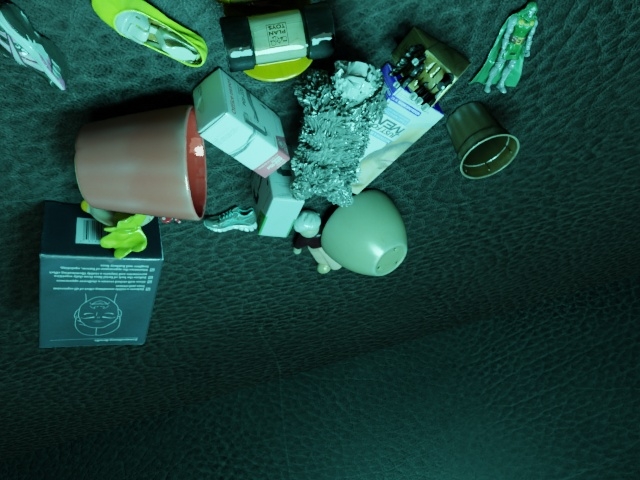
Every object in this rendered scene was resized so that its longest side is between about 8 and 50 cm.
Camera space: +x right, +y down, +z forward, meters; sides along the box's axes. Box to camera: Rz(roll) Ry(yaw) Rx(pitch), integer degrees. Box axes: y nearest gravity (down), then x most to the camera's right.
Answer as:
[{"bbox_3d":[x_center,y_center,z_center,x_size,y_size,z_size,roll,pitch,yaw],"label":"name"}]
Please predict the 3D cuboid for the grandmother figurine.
[{"bbox_3d":[0.000,0.000,1.675,0.208,0.104,0.342,-30,148,5],"label":"grandmother figurine"}]

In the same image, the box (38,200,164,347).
[{"bbox_3d":[-0.637,0.109,1.408,0.293,0.212,0.395,4,133,-28],"label":"box"}]

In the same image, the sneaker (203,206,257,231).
[{"bbox_3d":[-0.274,-0.072,1.498,0.166,0.065,0.076,-4,128,-24],"label":"sneaker"}]

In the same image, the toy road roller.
[{"bbox_3d":[-0.107,-0.467,0.909,0.202,0.240,0.329,-12,109,-7],"label":"toy road roller"}]

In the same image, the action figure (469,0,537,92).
[{"bbox_3d":[0.477,-0.480,1.222,0.137,0.063,0.232,-4,141,-12],"label":"action figure"}]

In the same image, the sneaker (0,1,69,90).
[{"bbox_3d":[-0.566,-0.366,0.942,0.077,0.072,0.178,-12,140,14],"label":"sneaker"}]

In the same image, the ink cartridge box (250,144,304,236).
[{"bbox_3d":[-0.122,-0.138,1.322,0.087,0.208,0.153,4,141,-23],"label":"ink cartridge box"}]

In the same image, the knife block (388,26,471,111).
[{"bbox_3d":[0.271,-0.367,1.127,0.276,0.242,0.088,12,138,-36],"label":"knife block"}]

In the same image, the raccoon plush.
[{"bbox_3d":[0.007,-0.208,1.056,0.216,0.446,0.299,14,102,9],"label":"raccoon plush"}]

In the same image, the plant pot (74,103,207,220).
[{"bbox_3d":[-0.402,-0.172,1.126,0.243,0.275,0.275,-3,145,-4],"label":"plant pot"}]

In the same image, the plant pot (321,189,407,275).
[{"bbox_3d":[0.170,0.005,1.592,0.284,0.191,0.284,-24,141,-21],"label":"plant pot"}]

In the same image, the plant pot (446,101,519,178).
[{"bbox_3d":[0.444,-0.291,1.382,0.167,0.165,0.167,-11,146,-7],"label":"plant pot"}]

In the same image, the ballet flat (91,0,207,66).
[{"bbox_3d":[-0.326,-0.407,0.960,0.231,0.077,0.077,16,135,-39],"label":"ballet flat"}]

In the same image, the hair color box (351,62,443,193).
[{"bbox_3d":[0.136,-0.284,1.314,0.185,0.110,0.339,15,137,-40],"label":"hair color box"}]

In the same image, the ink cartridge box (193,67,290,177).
[{"bbox_3d":[-0.183,-0.270,1.146,0.092,0.158,0.218,-32,144,25],"label":"ink cartridge box"}]

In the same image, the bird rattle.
[{"bbox_3d":[-0.482,-0.092,1.258,0.207,0.253,0.143,29,137,3],"label":"bird rattle"}]
